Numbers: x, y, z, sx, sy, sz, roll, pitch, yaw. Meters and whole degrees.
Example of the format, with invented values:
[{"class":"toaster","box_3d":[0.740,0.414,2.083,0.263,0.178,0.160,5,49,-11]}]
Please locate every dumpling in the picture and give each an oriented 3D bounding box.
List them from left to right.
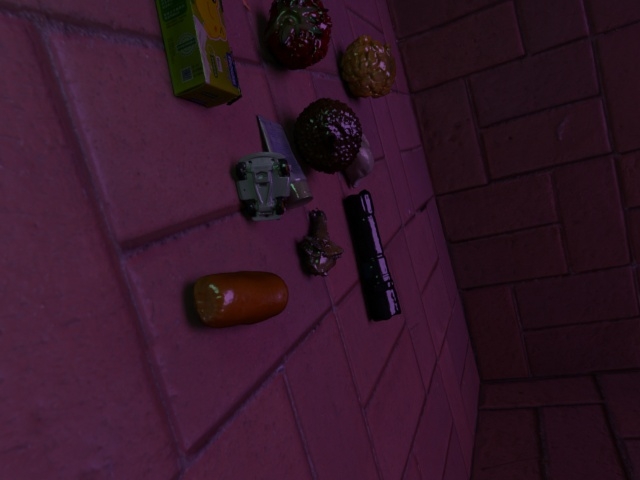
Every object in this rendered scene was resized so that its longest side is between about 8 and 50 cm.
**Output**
[{"class":"dumpling","box_3d":[0.122,-0.276,1.603,0.136,0.119,0.198,-57,151,-56]}]

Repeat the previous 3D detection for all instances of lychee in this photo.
[{"class":"lychee","box_3d":[0.019,-0.270,1.267,0.238,0.200,0.199,-90,160,-71]}]

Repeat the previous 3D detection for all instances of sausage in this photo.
[{"class":"sausage","box_3d":[-0.132,0.103,0.866,0.238,0.098,0.097,6,73,-64]}]

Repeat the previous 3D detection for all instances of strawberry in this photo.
[{"class":"strawberry","box_3d":[-0.053,-0.530,1.263,0.187,0.184,0.201,46,-6,12]}]

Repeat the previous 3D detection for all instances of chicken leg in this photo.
[{"class":"chicken leg","box_3d":[0.004,0.006,1.240,0.125,0.081,0.196,53,31,-21]}]

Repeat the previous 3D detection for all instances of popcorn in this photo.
[{"class":"popcorn","box_3d":[0.181,-0.654,1.838,0.250,0.190,0.249,1,90,-65]}]

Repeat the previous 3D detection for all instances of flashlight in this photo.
[{"class":"flashlight","box_3d":[0.164,0.047,1.557,0.103,0.103,0.423,-13,89,-67]}]

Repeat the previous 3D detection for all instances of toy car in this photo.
[{"class":"toy car","box_3d":[-0.110,-0.112,1.021,0.112,0.112,0.139,-37,123,-82]}]

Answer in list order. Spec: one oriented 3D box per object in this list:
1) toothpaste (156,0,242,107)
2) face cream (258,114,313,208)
[{"class":"toothpaste","box_3d":[-0.237,-0.417,0.900,0.110,0.078,0.326,-9,87,-65]},{"class":"face cream","box_3d":[-0.088,-0.190,1.164,0.114,0.070,0.223,0,67,-67]}]
